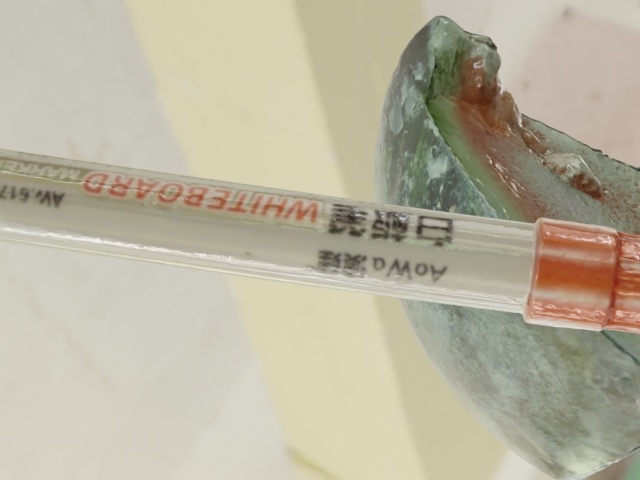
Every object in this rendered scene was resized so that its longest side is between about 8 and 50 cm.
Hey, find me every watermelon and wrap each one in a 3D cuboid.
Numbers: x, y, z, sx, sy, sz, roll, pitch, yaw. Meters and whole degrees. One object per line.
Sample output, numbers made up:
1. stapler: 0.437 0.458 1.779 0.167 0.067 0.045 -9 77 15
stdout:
1. watermelon: 0.165 0.017 1.210 0.214 0.289 0.320 -22 -65 -16

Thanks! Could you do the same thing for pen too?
1. pen: 0.000 0.000 0.514 0.028 0.239 0.028 8 -90 -87
